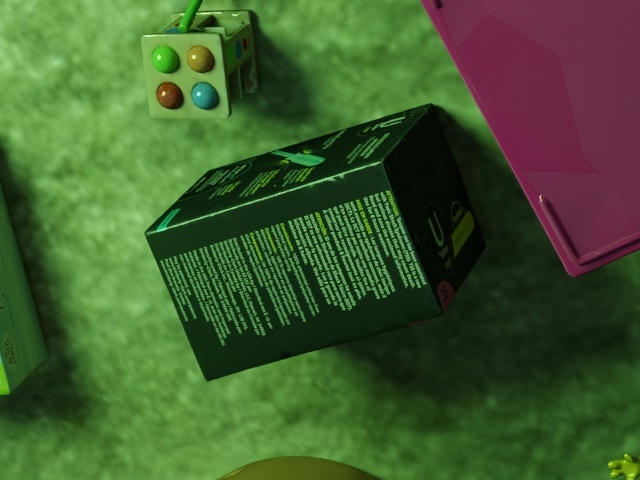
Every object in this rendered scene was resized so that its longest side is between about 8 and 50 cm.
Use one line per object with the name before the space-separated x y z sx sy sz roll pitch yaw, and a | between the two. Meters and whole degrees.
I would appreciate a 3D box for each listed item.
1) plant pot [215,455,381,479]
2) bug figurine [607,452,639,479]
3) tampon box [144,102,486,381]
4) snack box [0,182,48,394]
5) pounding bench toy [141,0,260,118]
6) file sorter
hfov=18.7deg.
plant pot | -0.029 0.271 1.241 0.291 0.203 0.291 7 112 16
bug figurine | 0.293 0.206 1.182 0.279 0.072 0.216 -1 110 19
tampon box | 0.000 0.000 1.168 0.161 0.120 0.101 -16 105 23
snack box | -0.306 0.021 1.306 0.207 0.070 0.174 -7 108 19
pounding bench toy | -0.075 -0.121 1.176 0.052 0.065 0.083 1 111 18
file sorter | 0.224 -0.152 1.000 0.291 0.182 0.202 -25 100 24
